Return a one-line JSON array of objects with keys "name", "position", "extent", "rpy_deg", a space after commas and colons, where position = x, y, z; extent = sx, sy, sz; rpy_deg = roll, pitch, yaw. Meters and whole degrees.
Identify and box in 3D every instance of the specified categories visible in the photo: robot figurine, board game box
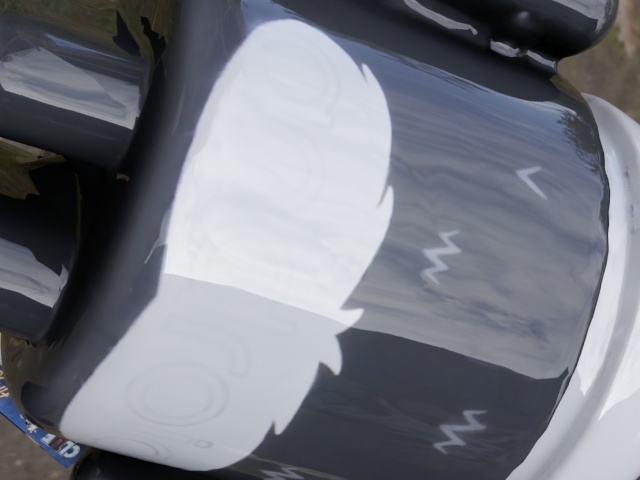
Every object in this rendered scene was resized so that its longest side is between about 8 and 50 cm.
[{"name": "robot figurine", "position": [-0.001, 0.001, 0.476], "extent": [0.278, 0.209, 0.173], "rpy_deg": [18, 56, -23]}, {"name": "board game box", "position": [-0.353, 0.137, 1.548], "extent": [0.042, 0.165, 0.243], "rpy_deg": [-36, 142, -4]}]
